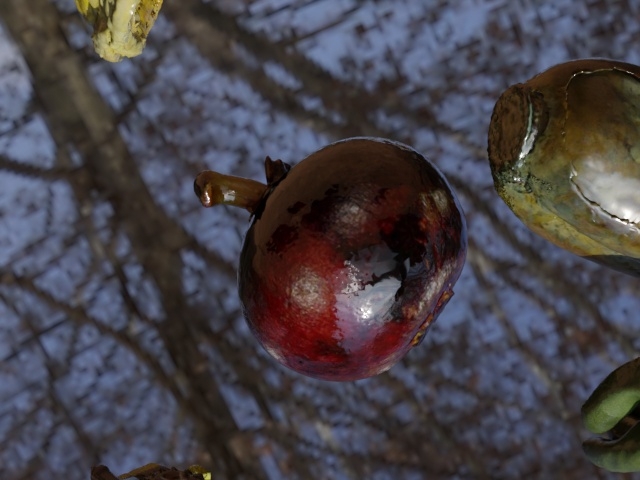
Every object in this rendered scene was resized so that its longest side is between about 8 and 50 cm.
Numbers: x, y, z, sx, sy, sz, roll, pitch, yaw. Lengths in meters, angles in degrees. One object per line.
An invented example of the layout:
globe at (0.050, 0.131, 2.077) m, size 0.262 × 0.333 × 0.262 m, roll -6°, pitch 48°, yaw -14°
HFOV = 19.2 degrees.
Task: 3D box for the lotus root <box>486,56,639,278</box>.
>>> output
lotus root at (0.263, -0.054, 1.548) m, size 0.152 × 0.275 × 0.160 m, roll -1°, pitch -111°, yaw 68°

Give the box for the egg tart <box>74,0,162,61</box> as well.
egg tart at (-0.139, -0.247, 1.453) m, size 0.231 × 0.098 × 0.252 m, roll -60°, pitch -176°, yaw 21°

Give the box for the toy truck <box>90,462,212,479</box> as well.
toy truck at (-0.168, 0.239, 1.289) m, size 0.111 × 0.136 × 0.286 m, roll 27°, pitch -154°, yaw 22°

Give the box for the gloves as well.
gloves at (0.303, 0.124, 1.509) m, size 0.268 × 0.135 × 0.107 m, roll -39°, pitch -141°, yaw 50°

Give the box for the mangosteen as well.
mangosteen at (0.000, 0.000, 1.742) m, size 0.261 × 0.235 × 0.235 m, roll 33°, pitch -130°, yaw 10°
